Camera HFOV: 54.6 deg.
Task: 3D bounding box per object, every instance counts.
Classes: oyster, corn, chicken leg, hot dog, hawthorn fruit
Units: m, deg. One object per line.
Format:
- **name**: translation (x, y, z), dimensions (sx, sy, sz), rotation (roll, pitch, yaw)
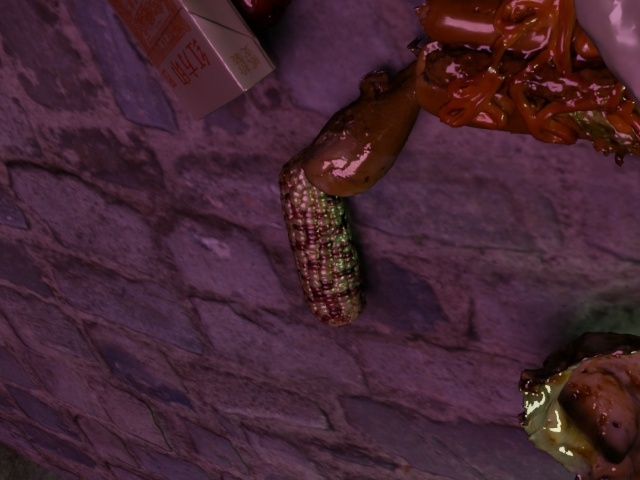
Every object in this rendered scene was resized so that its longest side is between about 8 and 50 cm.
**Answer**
- **oyster**: translation (0.355, 0.232, 0.737), dimensions (0.198, 0.133, 0.337), rotation (-6, 124, 32)
- **corn**: translation (0.000, 0.000, 0.792), dimensions (0.086, 0.086, 0.253), rotation (4, 127, 28)
- **chicken leg**: translation (0.065, -0.131, 0.652), dimensions (0.085, 0.101, 0.207), rotation (39, 115, -8)
- **hot dog**: translation (0.240, -0.133, 0.470), dimensions (0.349, 0.117, 0.158), rotation (10, 135, 5)
- **hawthorn fruit**: translation (-0.078, -0.260, 0.630), dimensions (0.093, 0.081, 0.081), rotation (40, 136, 4)

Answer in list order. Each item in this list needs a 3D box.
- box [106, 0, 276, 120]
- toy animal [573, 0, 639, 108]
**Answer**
- **box**: translation (-0.199, -0.296, 0.632), dimensions (0.365, 0.051, 0.204), rotation (53, 161, -17)
- **toy animal**: translation (0.244, -0.221, 0.352), dimensions (0.266, 0.188, 0.308), rotation (-27, 119, -1)
